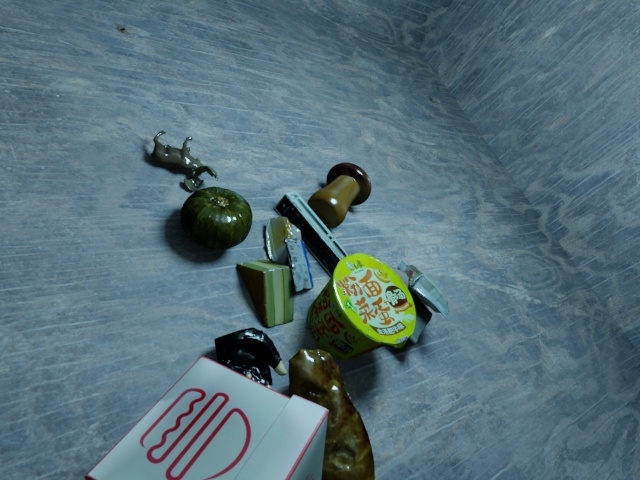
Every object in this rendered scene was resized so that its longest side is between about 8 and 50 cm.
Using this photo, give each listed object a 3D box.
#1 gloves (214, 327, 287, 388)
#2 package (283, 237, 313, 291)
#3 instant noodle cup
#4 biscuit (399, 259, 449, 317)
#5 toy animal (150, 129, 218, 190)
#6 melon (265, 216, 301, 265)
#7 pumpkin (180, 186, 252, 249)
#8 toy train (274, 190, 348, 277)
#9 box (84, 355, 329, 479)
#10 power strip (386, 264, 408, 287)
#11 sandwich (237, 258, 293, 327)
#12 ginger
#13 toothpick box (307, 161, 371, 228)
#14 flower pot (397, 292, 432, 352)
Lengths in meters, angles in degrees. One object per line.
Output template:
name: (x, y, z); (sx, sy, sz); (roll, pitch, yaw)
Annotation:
gloves: (-0.176, 0.334, 1.179); (0.165, 0.124, 0.203); (-15, 87, -21)
package: (-0.067, 0.077, 1.454); (0.173, 0.027, 0.171); (10, 64, -74)
instant noodle cup: (0.114, 0.228, 1.408); (0.312, 0.221, 0.311); (20, 47, -23)
biscuit: (0.382, 0.174, 1.669); (0.186, 0.079, 0.309); (47, 4, -5)
toy animal: (-0.449, -0.258, 1.491); (0.215, 0.093, 0.186); (6, 48, -25)
melon: (-0.106, 0.008, 1.526); (0.140, 0.093, 0.202); (15, 53, -43)
pumpkin: (-0.315, -0.067, 1.374); (0.224, 0.157, 0.223); (12, 41, -11)
toy train: (0.000, 0.000, 1.617); (0.407, 0.086, 0.088); (51, 36, 9)
box: (-0.187, 0.464, 0.845); (0.300, 0.314, 0.312); (18, 37, 20)
power strip: (0.242, 0.168, 1.611); (0.078, 0.154, 0.154); (23, 45, -17)
sandwich: (-0.171, 0.161, 1.402); (0.117, 0.144, 0.187); (-8, 97, -41)
ginger: (0.022, 0.474, 1.161); (0.254, 0.176, 0.418); (61, 8, -81)
toothpick box: (0.072, -0.177, 1.750); (0.192, 0.192, 0.294); (42, 48, -1)
flower pot: (0.308, 0.288, 1.597); (0.108, 0.103, 0.229); (48, 40, 5)
